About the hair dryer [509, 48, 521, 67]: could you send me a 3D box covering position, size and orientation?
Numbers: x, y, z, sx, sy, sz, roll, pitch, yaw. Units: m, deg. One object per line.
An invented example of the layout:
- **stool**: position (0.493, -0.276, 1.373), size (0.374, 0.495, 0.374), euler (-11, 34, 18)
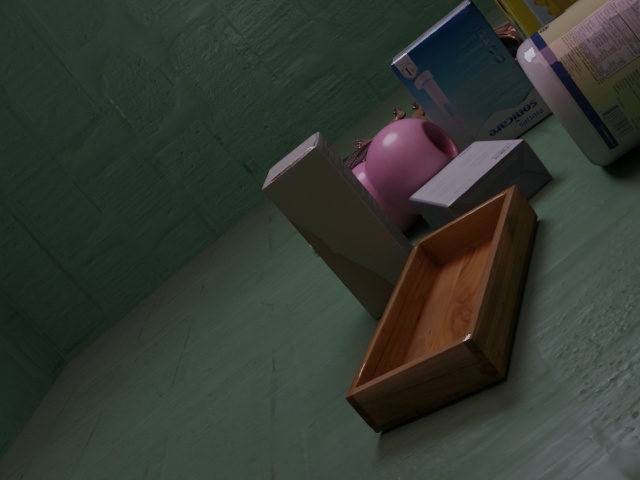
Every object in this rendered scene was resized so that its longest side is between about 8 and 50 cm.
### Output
- **hair dryer**: position (0.463, -0.462, 2.246), size (0.293, 0.080, 0.223), euler (-9, 20, 18)

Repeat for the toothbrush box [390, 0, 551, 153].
- **toothbrush box**: position (0.326, -0.340, 1.746), size (0.216, 0.295, 0.126), euler (-37, 11, 20)

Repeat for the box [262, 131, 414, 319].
- **box**: position (0.046, -0.029, 1.418), size (0.121, 0.311, 0.148), euler (-38, 12, 13)

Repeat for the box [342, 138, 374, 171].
- **box**: position (0.113, -0.122, 1.924), size (0.203, 0.167, 0.168), euler (-31, 15, 39)

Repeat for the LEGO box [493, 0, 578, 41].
- **LEGO box**: position (0.559, -0.721, 1.925), size (0.372, 0.500, 0.193), euler (-38, 11, 15)

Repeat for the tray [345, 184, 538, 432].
- **tray**: position (0.188, 0.084, 1.142), size (0.203, 0.076, 0.411), euler (-32, 15, 33)

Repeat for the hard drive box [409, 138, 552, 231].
- **hard drive box**: position (0.285, -0.095, 1.467), size (0.181, 0.089, 0.232), euler (-41, 12, -3)

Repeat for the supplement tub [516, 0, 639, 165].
- **supplement tub**: position (0.486, -0.289, 1.188), size (0.325, 0.235, 0.235), euler (-36, 12, 19)

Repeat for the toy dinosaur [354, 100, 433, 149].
- **toy dinosaur**: position (0.259, -0.300, 2.286), size (0.296, 0.127, 0.200), euler (-21, 27, 18)

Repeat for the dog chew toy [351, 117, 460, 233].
- **dog chew toy**: position (0.145, -0.103, 1.707), size (0.332, 0.206, 0.206), euler (-45, 7, 32)

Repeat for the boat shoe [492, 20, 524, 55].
- **boat shoe**: position (0.531, -0.598, 2.525), size (0.116, 0.123, 0.324), euler (-50, 13, -33)
